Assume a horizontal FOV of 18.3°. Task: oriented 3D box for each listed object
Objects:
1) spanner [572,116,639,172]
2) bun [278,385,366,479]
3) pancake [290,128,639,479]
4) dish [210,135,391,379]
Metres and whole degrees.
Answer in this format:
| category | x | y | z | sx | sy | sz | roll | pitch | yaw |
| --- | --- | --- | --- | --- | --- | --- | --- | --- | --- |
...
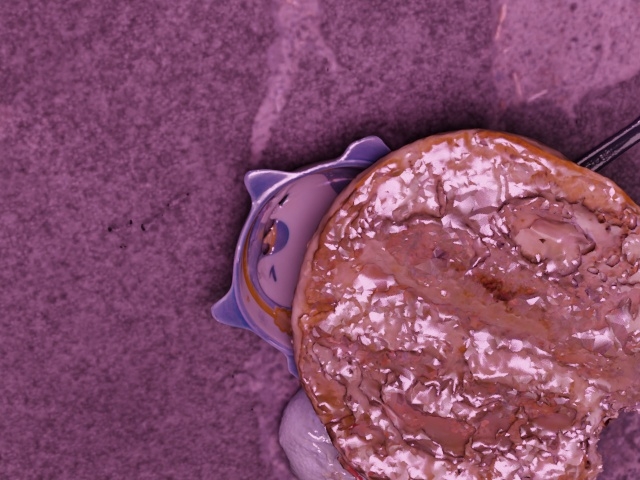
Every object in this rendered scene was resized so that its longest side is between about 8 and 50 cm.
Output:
| category | x | y | z | sx | sy | sz | roll | pitch | yaw |
| --- | --- | --- | --- | --- | --- | --- | --- | --- | --- |
| spanner | 0.285 | -0.092 | 1.957 | 0.208 | 0.012 | 0.046 | -35 | 115 | 3 |
| bun | 0.030 | 0.194 | 1.976 | 0.140 | 0.083 | 0.141 | -4 | 110 | -11 |
| pancake | 0.154 | 0.089 | 1.842 | 0.382 | 0.071 | 0.382 | 1 | 111 | 2 |
| dish | 0.000 | 0.000 | 1.885 | 0.228 | 0.086 | 0.236 | 33 | 102 | -22 |
